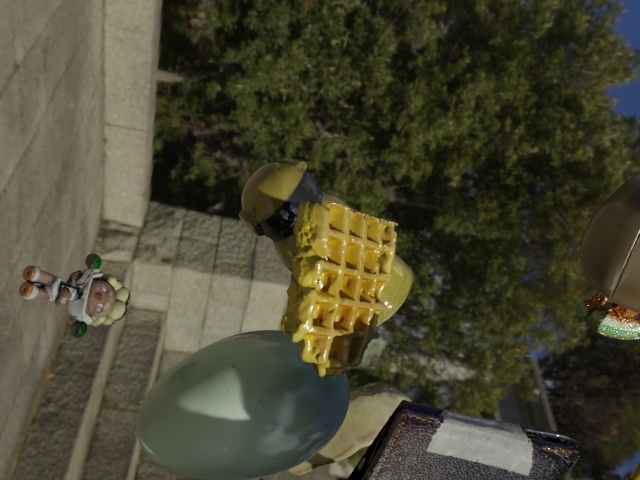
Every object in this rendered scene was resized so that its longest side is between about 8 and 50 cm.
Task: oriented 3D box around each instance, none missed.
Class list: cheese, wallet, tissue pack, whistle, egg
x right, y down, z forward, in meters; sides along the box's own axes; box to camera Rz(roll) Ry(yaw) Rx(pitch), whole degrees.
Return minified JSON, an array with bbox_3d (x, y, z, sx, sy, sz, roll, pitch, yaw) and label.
[{"bbox_3d":[0.113,0.388,1.569,0.328,0.351,0.130,-39,-110,41],"label":"cheese"},{"bbox_3d":[0.153,0.291,0.851,0.071,0.220,0.262,-82,-171,-48],"label":"wallet"},{"bbox_3d":[0.764,-0.015,1.597,0.387,0.276,0.267,-32,143,-41],"label":"tissue pack"},{"bbox_3d":[0.568,0.438,1.259,0.109,0.057,0.046,-61,-157,13],"label":"whistle"},{"bbox_3d":[-0.131,0.271,1.139,0.230,0.370,0.230,-18,90,-75],"label":"egg"}]

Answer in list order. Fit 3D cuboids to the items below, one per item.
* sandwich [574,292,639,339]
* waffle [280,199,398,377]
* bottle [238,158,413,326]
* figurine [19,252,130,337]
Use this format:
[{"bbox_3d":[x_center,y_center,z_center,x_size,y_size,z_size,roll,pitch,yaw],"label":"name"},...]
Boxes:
[{"bbox_3d":[0.749,0.159,1.753,0.109,0.184,0.160,-115,-147,-51],"label":"sandwich"},{"bbox_3d":[0.022,0.066,0.876,0.055,0.160,0.211,6,-96,39],"label":"waffle"},{"bbox_3d":[0.000,0.000,1.307,0.171,0.351,0.171,-39,-160,17],"label":"bottle"},{"bbox_3d":[-0.412,0.091,1.202,0.197,0.093,0.147,31,65,-60],"label":"figurine"}]
